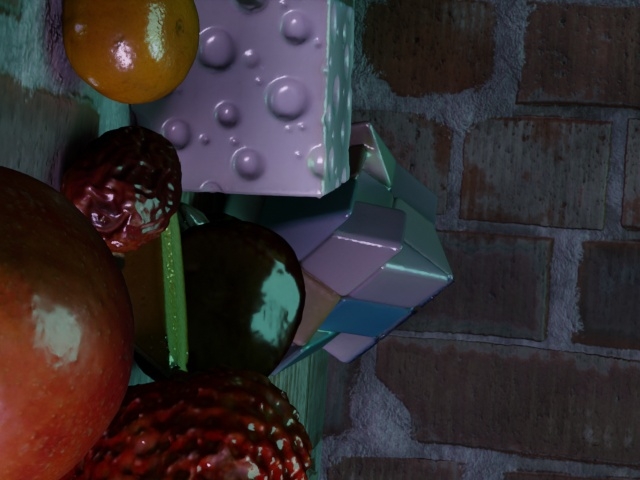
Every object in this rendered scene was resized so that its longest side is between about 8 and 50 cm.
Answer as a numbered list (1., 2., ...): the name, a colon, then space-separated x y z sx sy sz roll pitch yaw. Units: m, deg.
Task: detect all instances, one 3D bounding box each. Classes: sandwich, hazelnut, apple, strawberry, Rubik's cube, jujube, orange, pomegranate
1. sandwich: -0.203 0.043 1.286 0.090 0.088 0.245 63 19 -67
2. hazelnut: -0.123 0.091 1.418 0.218 0.233 0.218 57 -12 19
3. apple: -0.227 0.060 0.725 0.201 0.218 0.218 72 22 -51
4. strawberry: -0.168 0.284 1.137 0.351 0.267 0.312 -48 176 -44
5. Rubik's cube: 0.000 0.000 1.819 0.387 0.368 0.358 -42 -158 32
6. jujube: -0.201 -0.059 1.200 0.176 0.109 0.112 -72 141 -63
7. orange: -0.192 -0.214 1.155 0.156 0.124 0.156 3 90 -64
8. pomegranate: -0.162 0.015 1.582 0.125 0.163 0.138 -31 -154 52

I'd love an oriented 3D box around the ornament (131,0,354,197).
1. ornament: -0.090 -0.185 1.459 0.240 0.239 0.240 -42 135 -78
